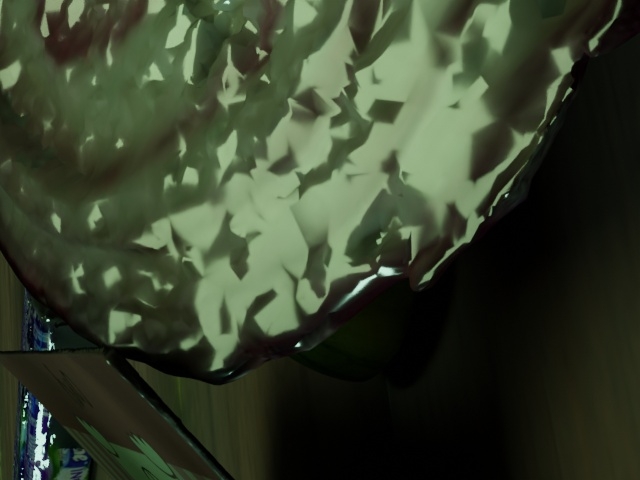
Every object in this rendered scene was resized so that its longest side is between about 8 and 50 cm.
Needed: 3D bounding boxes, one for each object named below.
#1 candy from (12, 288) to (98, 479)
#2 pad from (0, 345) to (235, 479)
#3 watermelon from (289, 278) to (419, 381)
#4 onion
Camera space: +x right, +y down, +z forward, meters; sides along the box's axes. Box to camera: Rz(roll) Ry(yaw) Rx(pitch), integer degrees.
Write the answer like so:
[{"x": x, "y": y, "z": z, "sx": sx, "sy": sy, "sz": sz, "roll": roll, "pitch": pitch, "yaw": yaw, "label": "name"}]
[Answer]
[{"x": -0.227, "y": 0.173, "z": 1.167, "sx": 0.088, "sy": 0.061, "sz": 0.312, "roll": -121, "pitch": 35, "yaw": -54, "label": "candy"}, {"x": -0.045, "y": 0.117, "z": 0.536, "sx": 0.202, "sy": 0.005, "sz": 0.300, "roll": 50, "pitch": 162, "yaw": -10, "label": "pad"}, {"x": 0.000, "y": 0.000, "z": 0.521, "sx": 0.105, "sy": 0.062, "sz": 0.105, "roll": -173, "pitch": 90, "yaw": -69, "label": "watermelon"}, {"x": -0.003, "y": -0.095, "z": 0.434, "sx": 0.280, "sy": 0.146, "sz": 0.314, "roll": 50, "pitch": 121, "yaw": 31, "label": "onion"}]
